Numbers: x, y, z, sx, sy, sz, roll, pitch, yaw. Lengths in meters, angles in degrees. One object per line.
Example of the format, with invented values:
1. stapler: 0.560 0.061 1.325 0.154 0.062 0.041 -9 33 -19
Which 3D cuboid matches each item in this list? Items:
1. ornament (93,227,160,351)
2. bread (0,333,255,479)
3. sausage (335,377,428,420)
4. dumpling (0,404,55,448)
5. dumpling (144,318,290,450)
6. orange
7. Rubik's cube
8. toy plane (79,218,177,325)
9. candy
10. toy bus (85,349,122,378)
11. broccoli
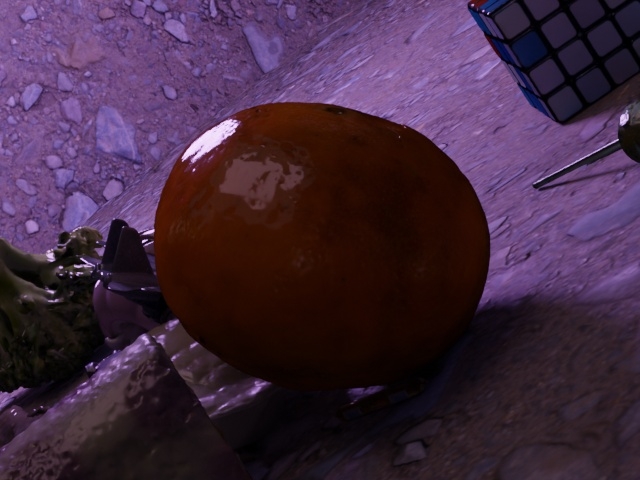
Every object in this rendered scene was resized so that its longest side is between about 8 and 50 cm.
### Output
1. ornament: -0.164 0.075 1.470 0.177 0.177 0.177 -34 13 9
2. bread: -0.205 0.243 0.986 0.338 0.187 0.155 -37 9 -8
3. sausage: 0.050 0.132 1.109 0.100 0.015 0.015 -26 16 36
4. dumpling: -0.289 0.248 1.400 0.332 0.086 0.166 -14 39 55
5. dumpling: -0.091 0.130 1.204 0.179 0.131 0.252 -11 0 22
6. orange: 0.000 0.000 1.127 0.284 0.284 0.226 -90 10 -75
7. Rubik's cube: 0.282 -0.247 1.543 0.155 0.154 0.151 -35 14 5
8. toy plane: -0.099 0.060 1.343 0.212 0.267 0.088 29 99 65
9. candy: 0.262 -0.080 1.271 0.061 0.061 0.202 -44 8 -32
10. toy bus: -0.227 0.171 1.529 0.065 0.077 0.192 -32 11 5
11. broccoli: -0.430 0.085 1.960 0.288 0.245 0.248 -36 19 -7
